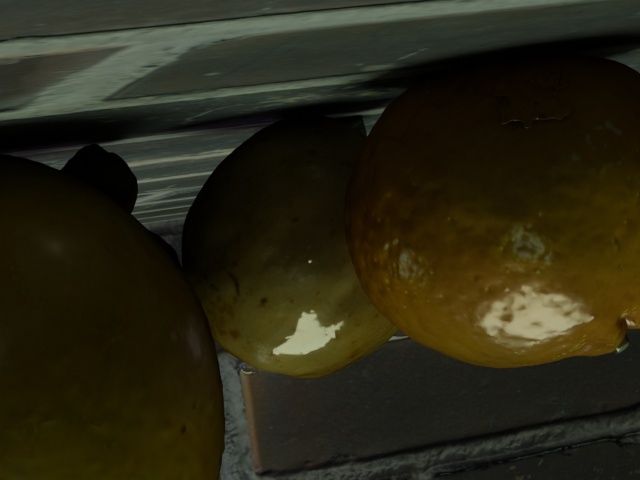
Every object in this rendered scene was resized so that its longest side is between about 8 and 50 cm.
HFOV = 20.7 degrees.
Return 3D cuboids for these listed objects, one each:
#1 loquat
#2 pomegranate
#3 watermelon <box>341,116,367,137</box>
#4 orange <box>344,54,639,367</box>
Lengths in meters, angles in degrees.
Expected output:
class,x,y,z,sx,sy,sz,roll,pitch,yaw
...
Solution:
class,x,y,z,sx,sy,sz,roll,pitch,yaw
loquat,-0.207,0.081,1.111,0.328,0.359,0.328,19,150,12
pomegranate,0.000,0.000,1.209,0.196,0.196,0.196,-8,180,0
watermelon,0.003,-0.055,1.327,0.084,0.092,0.072,0,-142,-1
orange,0.122,-0.019,1.058,0.219,0.193,0.219,-12,163,-4
